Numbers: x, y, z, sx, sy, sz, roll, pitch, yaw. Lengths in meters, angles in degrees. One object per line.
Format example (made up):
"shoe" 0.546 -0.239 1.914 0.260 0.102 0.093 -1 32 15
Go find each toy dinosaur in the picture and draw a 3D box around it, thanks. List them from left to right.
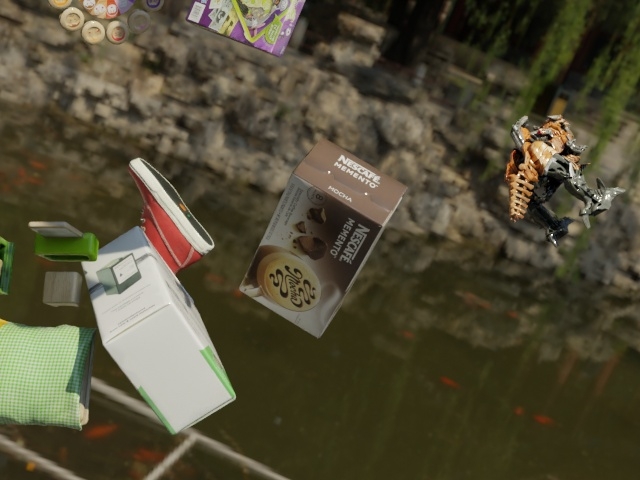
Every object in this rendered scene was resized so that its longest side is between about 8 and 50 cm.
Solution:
"toy dinosaur" 0.403 -0.111 1.900 0.218 0.322 0.164 50 -28 -4

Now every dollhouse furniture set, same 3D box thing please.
"dollhouse furniture set" -0.453 0.125 1.568 0.198 0.301 0.151 0 -15 8

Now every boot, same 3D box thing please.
"boot" -0.350 -0.029 2.083 0.244 0.176 0.088 54 10 9

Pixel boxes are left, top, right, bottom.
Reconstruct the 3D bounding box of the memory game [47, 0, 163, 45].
"memory game" -0.316 -0.378 1.551 0.186 0.186 0.012 13 19 -37

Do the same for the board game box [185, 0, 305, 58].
"board game box" -0.097 -0.533 1.935 0.208 0.347 0.056 26 5 29

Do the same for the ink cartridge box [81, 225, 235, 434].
"ink cartridge box" -0.263 0.136 1.662 0.211 0.121 0.289 60 -4 -30

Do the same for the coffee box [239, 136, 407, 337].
"coffee box" 0.000 0.000 1.732 0.168 0.297 0.119 32 43 4
